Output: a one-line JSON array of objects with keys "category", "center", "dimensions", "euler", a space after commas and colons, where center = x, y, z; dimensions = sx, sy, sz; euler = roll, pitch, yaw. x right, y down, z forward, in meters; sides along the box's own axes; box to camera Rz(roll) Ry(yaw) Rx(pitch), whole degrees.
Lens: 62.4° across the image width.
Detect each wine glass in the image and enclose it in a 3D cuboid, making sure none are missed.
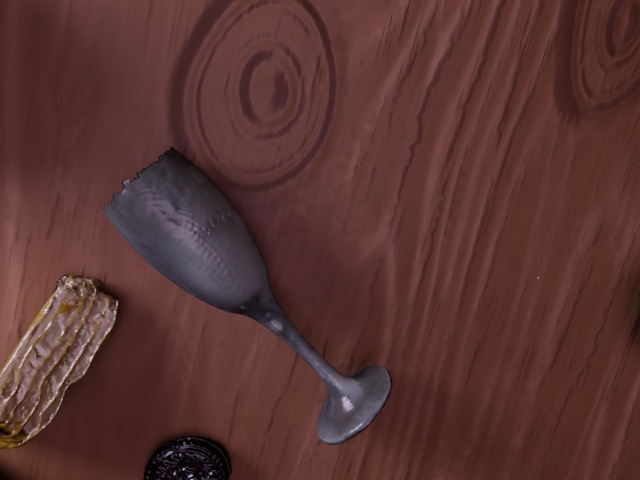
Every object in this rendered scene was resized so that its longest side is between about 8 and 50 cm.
[{"category": "wine glass", "center": [0.000, 0.000, 0.499], "dimensions": [0.264, 0.096, 0.310], "euler": [-40, 103, 3]}]

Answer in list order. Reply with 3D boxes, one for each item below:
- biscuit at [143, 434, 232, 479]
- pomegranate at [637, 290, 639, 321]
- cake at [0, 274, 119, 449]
[{"category": "biscuit", "center": [-0.143, 0.250, 0.566], "dimensions": [0.087, 0.027, 0.089], "euler": [35, 94, -12]}, {"category": "pomegranate", "center": [0.421, 0.074, 0.561], "dimensions": [0.143, 0.122, 0.169], "euler": [-1, 106, 22]}, {"category": "cake", "center": [-0.270, 0.127, 0.521], "dimensions": [0.079, 0.116, 0.185], "euler": [28, 65, -17]}]
